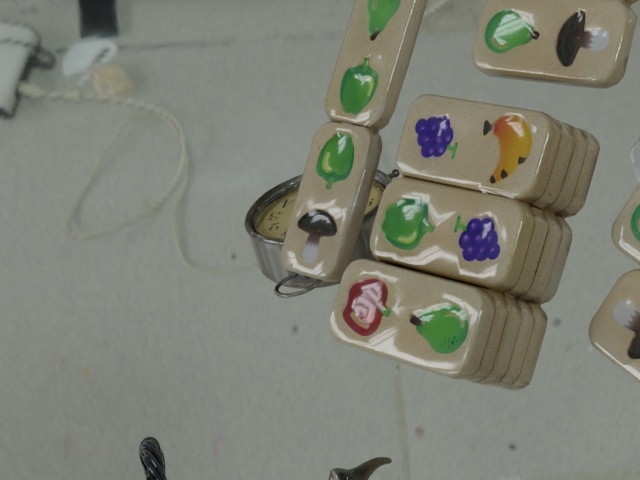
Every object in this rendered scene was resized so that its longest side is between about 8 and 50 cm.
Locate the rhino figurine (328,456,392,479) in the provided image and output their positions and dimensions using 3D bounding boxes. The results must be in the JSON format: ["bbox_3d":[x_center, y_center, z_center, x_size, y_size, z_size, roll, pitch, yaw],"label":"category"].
[{"bbox_3d":[-0.001,0.288,1.187,0.106,0.073,0.243,30,81,-8],"label":"rhino figurine"}]

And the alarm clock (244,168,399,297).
[{"bbox_3d":[0.000,0.000,1.195,0.129,0.064,0.192,-7,25,19],"label":"alarm clock"}]

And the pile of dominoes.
[{"bbox_3d":[0.076,-0.077,0.465,0.196,0.040,0.251,14,88,42],"label":"pile of dominoes"}]

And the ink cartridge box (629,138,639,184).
[{"bbox_3d":[0.366,-0.059,0.775,0.296,0.261,0.066,24,37,-21],"label":"ink cartridge box"}]

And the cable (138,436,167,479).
[{"bbox_3d":[-0.205,0.339,1.868,0.047,0.150,0.184,-23,66,-5],"label":"cable"}]
